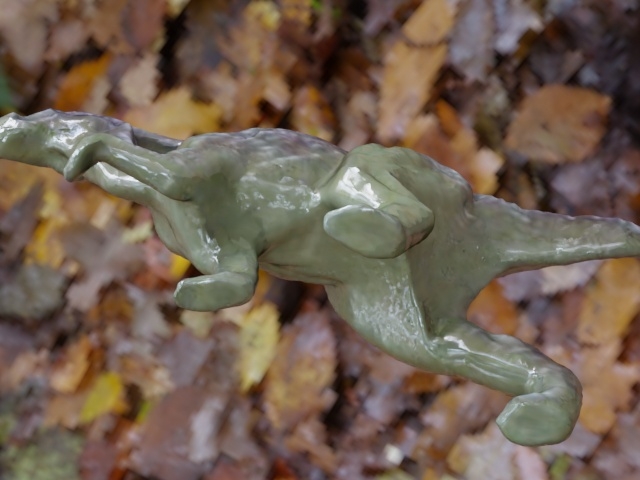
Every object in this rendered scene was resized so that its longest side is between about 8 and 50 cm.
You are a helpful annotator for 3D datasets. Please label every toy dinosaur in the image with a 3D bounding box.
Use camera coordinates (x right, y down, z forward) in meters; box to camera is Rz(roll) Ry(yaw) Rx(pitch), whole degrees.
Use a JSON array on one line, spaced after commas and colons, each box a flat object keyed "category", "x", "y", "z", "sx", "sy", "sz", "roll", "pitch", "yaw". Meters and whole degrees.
[{"category": "toy dinosaur", "x": 0.001, "y": -0.007, "z": 0.767, "sx": 0.162, "sy": 0.294, "sz": 0.077, "roll": -72, "pitch": 4, "yaw": -72}]
